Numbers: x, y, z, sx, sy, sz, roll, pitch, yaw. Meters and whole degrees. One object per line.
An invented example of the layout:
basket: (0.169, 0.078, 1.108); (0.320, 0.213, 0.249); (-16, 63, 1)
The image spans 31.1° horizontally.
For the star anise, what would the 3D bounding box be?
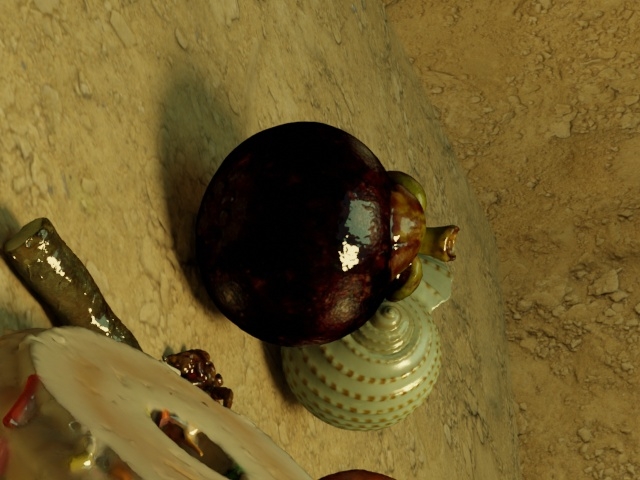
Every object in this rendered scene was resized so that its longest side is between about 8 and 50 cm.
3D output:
star anise: (-0.132, 0.201, 1.344); (0.097, 0.070, 0.191); (73, 3, -47)

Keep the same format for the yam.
yam: (-0.234, 0.080, 1.159); (0.061, 0.061, 0.253); (-81, 151, -49)

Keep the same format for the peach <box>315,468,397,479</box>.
peach: (0.025, 0.439, 1.309); (0.372, 0.289, 0.373); (-12, 90, -76)

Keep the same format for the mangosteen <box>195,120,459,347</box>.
mangosteen: (-0.012, -0.009, 1.500); (0.313, 0.297, 0.297); (-7, 84, -54)

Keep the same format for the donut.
donut: (-0.140, 0.219, 0.960); (0.382, 0.142, 0.382); (36, 4, -3)

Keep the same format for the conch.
conch: (0.046, 0.135, 1.699); (0.215, 0.319, 0.303); (31, 58, -23)
